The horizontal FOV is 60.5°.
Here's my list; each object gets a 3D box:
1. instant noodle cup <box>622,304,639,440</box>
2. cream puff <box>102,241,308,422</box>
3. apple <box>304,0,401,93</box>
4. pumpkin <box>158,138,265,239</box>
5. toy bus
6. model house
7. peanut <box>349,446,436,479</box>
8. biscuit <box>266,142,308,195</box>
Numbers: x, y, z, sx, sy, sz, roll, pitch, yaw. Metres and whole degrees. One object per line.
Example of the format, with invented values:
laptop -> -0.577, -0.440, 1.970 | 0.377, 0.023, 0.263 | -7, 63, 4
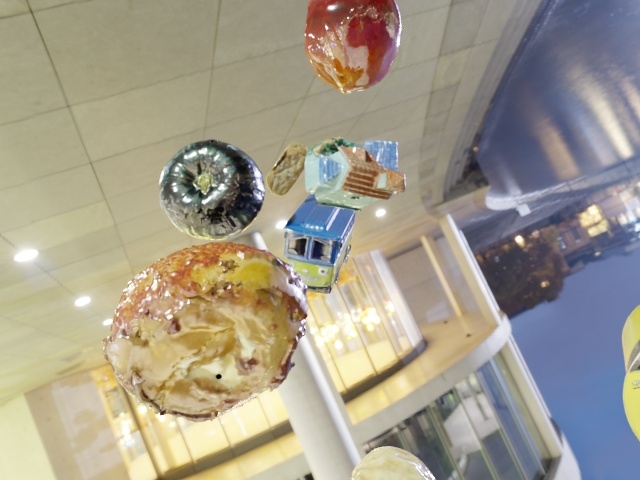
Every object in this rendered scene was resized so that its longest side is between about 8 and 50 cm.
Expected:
instant noodle cup -> 0.524, 0.178, 0.766 | 0.216, 0.215, 0.236 | -27, 180, 24
cream puff -> -0.188, 0.145, 0.943 | 0.351, 0.350, 0.228 | -23, -147, -11
apple -> 0.056, -0.332, 0.915 | 0.156, 0.158, 0.147 | -29, -148, -29
pumpkin -> -0.239, -0.110, 1.219 | 0.233, 0.233, 0.163 | -24, 170, -2
toy bus -> 0.000, 0.000, 1.373 | 0.138, 0.175, 0.287 | 12, -157, 9
model house -> 0.072, -0.115, 0.872 | 0.148, 0.119, 0.149 | 8, 173, -33
peanut -> 0.096, 0.485, 0.795 | 0.170, 0.192, 0.387 | -38, -153, 33
biscuit -> -0.081, -0.178, 1.366 | 0.147, 0.071, 0.018 | -56, -150, -8
